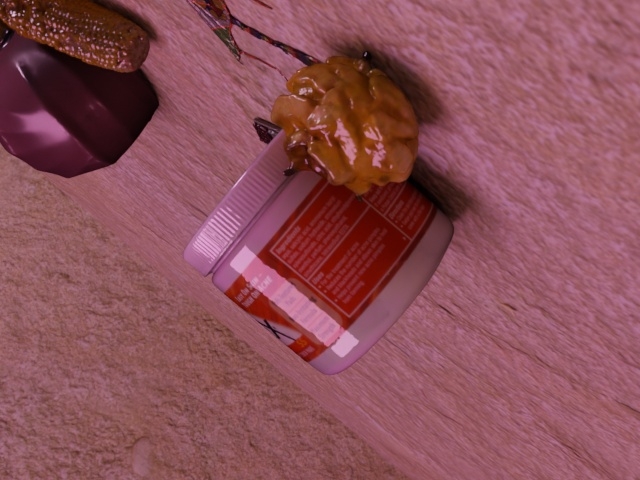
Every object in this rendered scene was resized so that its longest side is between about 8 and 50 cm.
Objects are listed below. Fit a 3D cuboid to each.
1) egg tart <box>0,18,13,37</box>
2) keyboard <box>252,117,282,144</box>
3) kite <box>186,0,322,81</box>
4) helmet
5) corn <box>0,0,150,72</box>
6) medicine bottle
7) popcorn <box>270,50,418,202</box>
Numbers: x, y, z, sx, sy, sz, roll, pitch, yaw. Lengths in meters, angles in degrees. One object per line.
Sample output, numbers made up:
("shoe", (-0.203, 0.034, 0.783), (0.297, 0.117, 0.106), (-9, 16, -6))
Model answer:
("egg tart", (-0.644, -0.304, 1.681), (0.118, 0.288, 0.288), (43, 169, 31))
("keyboard", (-0.028, -0.124, 1.284), (0.166, 0.017, 0.055), (28, 162, 34))
("kite", (-0.092, -0.250, 1.089), (0.244, 0.006, 0.198), (34, 164, 18))
("helmet", (-0.446, -0.215, 1.551), (0.338, 0.197, 0.271), (-4, 139, 38))
("corn", (-0.374, -0.325, 1.370), (0.320, 0.097, 0.097), (27, 161, 30))
("medicine bottle", (0.000, 0.000, 1.131), (0.241, 0.252, 0.252), (41, 165, -3))
("popcorn", (0.027, -0.119, 0.963), (0.148, 0.152, 0.167), (26, -176, -35))
